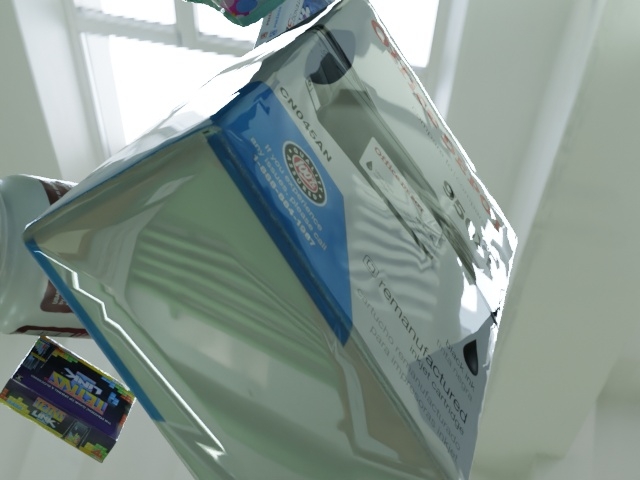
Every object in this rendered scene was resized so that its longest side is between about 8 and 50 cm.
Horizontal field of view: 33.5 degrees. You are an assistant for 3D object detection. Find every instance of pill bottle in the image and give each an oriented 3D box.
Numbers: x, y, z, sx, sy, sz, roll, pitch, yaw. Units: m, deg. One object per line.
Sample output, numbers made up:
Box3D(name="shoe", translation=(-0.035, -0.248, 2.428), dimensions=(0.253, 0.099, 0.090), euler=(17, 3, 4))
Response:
Box3D(name="pill bottle", translation=(-0.366, 0.027, 1.522), dimensions=(0.392, 0.224, 0.224), euler=(10, -135, -41))

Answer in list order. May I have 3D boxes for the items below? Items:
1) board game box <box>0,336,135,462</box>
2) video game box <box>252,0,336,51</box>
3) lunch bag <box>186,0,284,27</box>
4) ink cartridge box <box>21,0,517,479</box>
Box3D(name="board game box", translation=(-0.355, 0.221, 1.511), dimensions=(0.170, 0.048, 0.141), euler=(33, -163, -10))
Box3D(name="video game box", translation=(-0.007, -0.241, 1.429), dimensions=(0.048, 0.205, 0.187), euler=(-4, -121, 35))
Box3D(name="lunch bag", translation=(-0.043, -0.352, 0.914), dimensions=(0.262, 0.223, 0.160), euler=(-39, -138, -13))
Box3D(name="ink cartridge box", translation=(0.000, 0.000, 0.816), dimensions=(0.166, 0.285, 0.395), euler=(-27, -165, 25))
